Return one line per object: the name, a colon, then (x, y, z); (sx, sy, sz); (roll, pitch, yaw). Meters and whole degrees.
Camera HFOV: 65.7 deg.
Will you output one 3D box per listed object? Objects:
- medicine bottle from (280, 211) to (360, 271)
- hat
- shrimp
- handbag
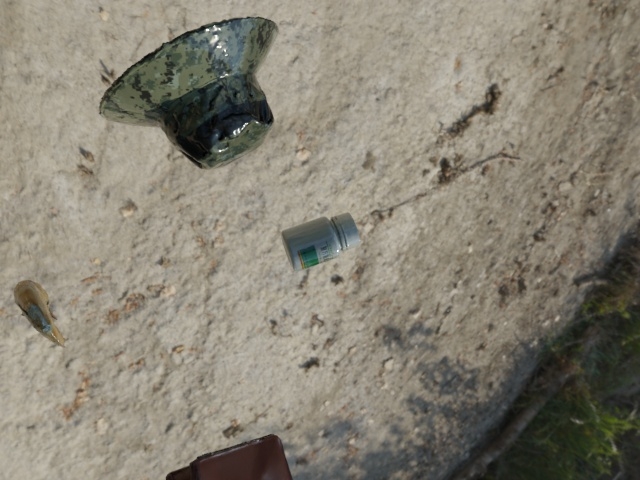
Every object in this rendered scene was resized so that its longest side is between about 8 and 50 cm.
medicine bottle: (0.000, 0.000, 0.895); (0.130, 0.080, 0.080); (-19, 132, -7)
hat: (-0.137, -0.165, 0.640); (0.265, 0.265, 0.128); (-33, 96, -18)
shrimp: (-0.484, 0.132, 0.852); (0.051, 0.187, 0.133); (-23, 93, -25)
handbag: (-0.112, 0.445, 0.760); (0.084, 0.260, 0.275); (-24, 163, 15)
